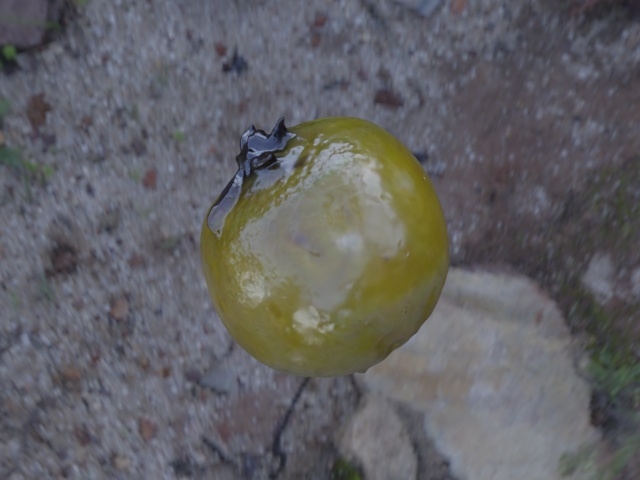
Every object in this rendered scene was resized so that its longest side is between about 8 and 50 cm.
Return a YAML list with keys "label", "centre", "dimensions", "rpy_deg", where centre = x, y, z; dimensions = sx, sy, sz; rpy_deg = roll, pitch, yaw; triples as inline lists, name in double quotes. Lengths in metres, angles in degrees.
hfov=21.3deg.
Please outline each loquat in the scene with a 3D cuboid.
- label: "loquat"
  centre: [0.000, 0.000, 1.535]
  dimensions: [0.244, 0.244, 0.243]
  rpy_deg: [0, 72, -1]
